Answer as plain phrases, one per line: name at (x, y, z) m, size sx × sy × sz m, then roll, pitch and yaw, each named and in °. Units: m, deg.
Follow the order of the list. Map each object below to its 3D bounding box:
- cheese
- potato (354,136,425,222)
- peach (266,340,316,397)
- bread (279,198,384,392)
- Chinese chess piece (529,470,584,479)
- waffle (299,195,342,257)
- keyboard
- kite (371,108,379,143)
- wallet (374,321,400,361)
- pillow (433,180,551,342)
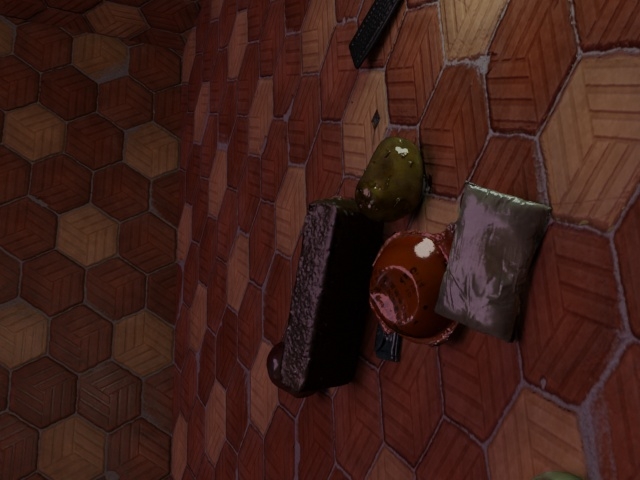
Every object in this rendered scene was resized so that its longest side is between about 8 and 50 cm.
cheese at (0.197, 0.060, 1.568) m, size 0.329 × 0.129 × 0.217 m, roll -44°, pitch 67°, yaw 40°
potato at (0.143, -0.116, 1.787) m, size 0.176 × 0.137 × 0.137 m, roll -62°, pitch 21°, yaw -4°
peach at (-0.052, 0.289, 2.146) m, size 0.152 × 0.152 × 0.152 m, roll -173°, pitch 90°, yaw -69°
bread at (0.023, 0.117, 1.944) m, size 0.113 × 0.165 × 0.417 m, roll 21°, pitch 103°, yaw 47°
Chinese chess piece at (0.327, 0.390, 1.233) m, size 0.144 × 0.058 × 0.144 m, roll -171°, pitch 90°, yaw -69°
waffle at (0.000, 0.000, 2.079) m, size 0.234 × 0.055 × 0.221 m, roll -53°, pitch -23°, yaw -55°
keyboard at (0.117, -0.482, 2.075) m, size 0.103 × 0.041 × 0.381 m, roll -102°, pitch 28°, yaw -42°
kite at (0.125, -0.259, 2.037) m, size 0.044 × 0.002 × 0.078 m, roll 131°, pitch 142°, yaw -56°
wallet at (0.137, 0.178, 1.831) m, size 0.088 × 0.026 × 0.129 m, roll -178°, pitch 95°, yaw -69°
pillow at (0.269, 0.033, 1.433) m, size 0.148 × 0.050 × 0.230 m, roll 18°, pitch 99°, yaw 26°
